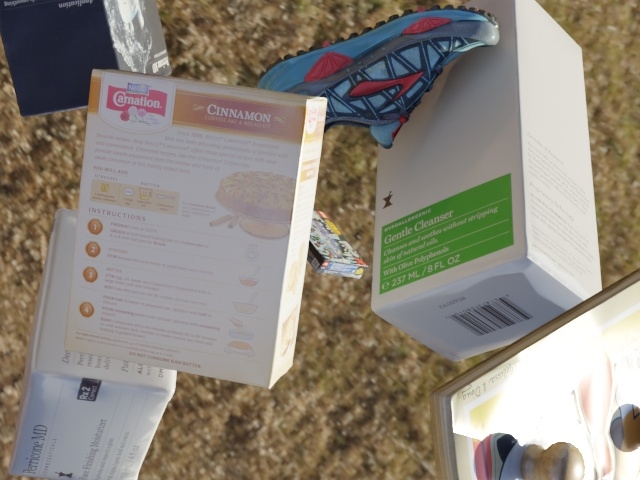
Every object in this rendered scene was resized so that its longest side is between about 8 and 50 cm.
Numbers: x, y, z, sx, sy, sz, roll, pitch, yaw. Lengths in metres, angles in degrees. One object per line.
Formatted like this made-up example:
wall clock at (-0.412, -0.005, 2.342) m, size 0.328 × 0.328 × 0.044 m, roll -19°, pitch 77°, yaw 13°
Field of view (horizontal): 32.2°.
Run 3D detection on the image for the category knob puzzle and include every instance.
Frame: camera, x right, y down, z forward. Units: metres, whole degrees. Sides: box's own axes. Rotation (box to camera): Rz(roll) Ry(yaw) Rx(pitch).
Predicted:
knob puzzle at (0.117, 0.120, 0.424) m, size 0.213 × 0.030 × 0.213 m, roll -2°, pitch 93°, yaw -46°

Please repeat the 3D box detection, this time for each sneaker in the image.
sneaker at (0.072, -0.161, 1.172) m, size 0.262 × 0.104 × 0.125 m, roll -18°, pitch 87°, yaw 13°

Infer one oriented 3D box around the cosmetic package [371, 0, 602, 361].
cosmetic package at (0.178, -0.077, 1.209) m, size 0.197 × 0.365 × 0.155 m, roll -25°, pitch 138°, yaw 35°

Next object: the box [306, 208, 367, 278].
box at (0.000, 0.000, 1.672) m, size 0.094 × 0.137 × 0.027 m, roll 10°, pitch 123°, yaw -45°

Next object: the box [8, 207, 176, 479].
box at (-0.202, 0.100, 1.002) m, size 0.119 × 0.182 × 0.181 m, roll 10°, pitch 138°, yaw -14°

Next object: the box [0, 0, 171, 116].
box at (-0.198, -0.196, 0.914) m, size 0.093 × 0.156 × 0.158 m, roll -8°, pitch 106°, yaw 8°

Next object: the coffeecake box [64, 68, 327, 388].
coffeecake box at (-0.081, -0.011, 0.727) m, size 0.142 × 0.068 × 0.185 m, roll 10°, pitch 99°, yaw 10°
